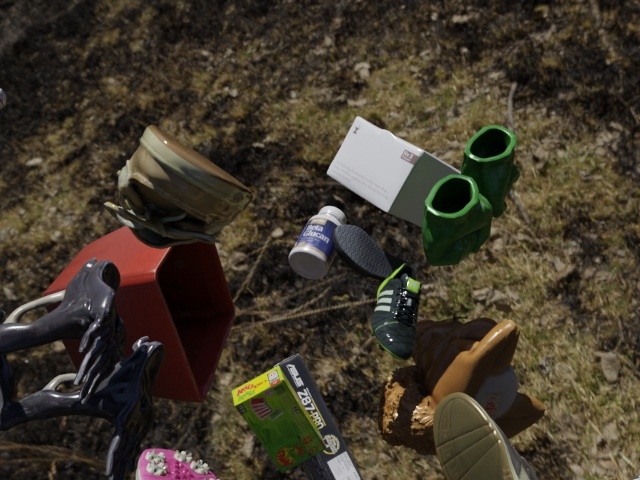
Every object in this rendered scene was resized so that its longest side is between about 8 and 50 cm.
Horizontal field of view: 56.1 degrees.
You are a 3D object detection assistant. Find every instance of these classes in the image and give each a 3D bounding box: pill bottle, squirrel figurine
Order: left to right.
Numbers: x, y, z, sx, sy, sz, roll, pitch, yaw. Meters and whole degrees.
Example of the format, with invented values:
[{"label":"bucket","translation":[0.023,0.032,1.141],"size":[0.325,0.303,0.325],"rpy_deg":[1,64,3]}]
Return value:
[{"label":"pill bottle","translation":[0.000,0.000,1.381],"size":[0.094,0.094,0.169],"rpy_deg":[-3,41,30]},{"label":"squirrel figurine","translation":[0.284,0.334,1.488],"size":[0.397,0.281,0.370],"rpy_deg":[-36,25,-7]}]

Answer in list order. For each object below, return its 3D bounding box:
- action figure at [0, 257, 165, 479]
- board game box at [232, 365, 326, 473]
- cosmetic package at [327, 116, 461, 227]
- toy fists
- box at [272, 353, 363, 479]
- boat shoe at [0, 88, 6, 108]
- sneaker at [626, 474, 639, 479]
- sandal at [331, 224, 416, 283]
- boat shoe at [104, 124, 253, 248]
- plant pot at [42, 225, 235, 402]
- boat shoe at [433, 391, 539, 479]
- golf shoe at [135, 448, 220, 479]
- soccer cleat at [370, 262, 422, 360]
[{"label":"action figure","translation":[-0.244,0.067,0.347],"size":[0.275,0.164,0.141],"rpy_deg":[5,38,8]},{"label":"board game box","translation":[-0.070,0.314,1.046],"size":[0.092,0.181,0.043],"rpy_deg":[-28,27,-2]},{"label":"cosmetic package","translation":[0.226,-0.128,1.407],"size":[0.217,0.385,0.156],"rpy_deg":[38,105,42]},{"label":"toy fists","translation":[0.264,-0.068,1.035],"size":[0.096,0.142,0.279],"rpy_deg":[24,55,24]},{"label":"box","translation":[-0.035,0.562,1.778],"size":[0.097,0.318,0.395],"rpy_deg":[-23,72,-22]},{"label":"boat shoe","translation":[-0.726,-0.252,1.160],"size":[0.226,0.083,0.076],"rpy_deg":[-4,64,0]},{"label":"sneaker","translation":[0.477,0.341,0.822],"size":[0.077,0.072,0.178],"rpy_deg":[50,130,30]},{"label":"sandal","translation":[0.108,0.053,1.272],"size":[0.054,0.254,0.097],"rpy_deg":[-26,46,35]},{"label":"boat shoe","translation":[-0.133,-0.030,0.548],"size":[0.089,0.104,0.285],"rpy_deg":[-56,9,-9]},{"label":"plant pot","translation":[-0.323,0.114,1.081],"size":[0.235,0.267,0.267],"rpy_deg":[-7,28,9]},{"label":"boat shoe","translation":[0.200,0.274,0.660],"size":[0.080,0.073,0.223],"rpy_deg":[-43,48,18]},{"label":"golf shoe","translation":[-0.161,0.369,0.711],"size":[0.306,0.115,0.140],"rpy_deg":[31,99,53]},{"label":"soccer cleat","translation":[0.105,0.089,0.795],"size":[0.072,0.060,0.179],"rpy_deg":[-58,9,24]}]
